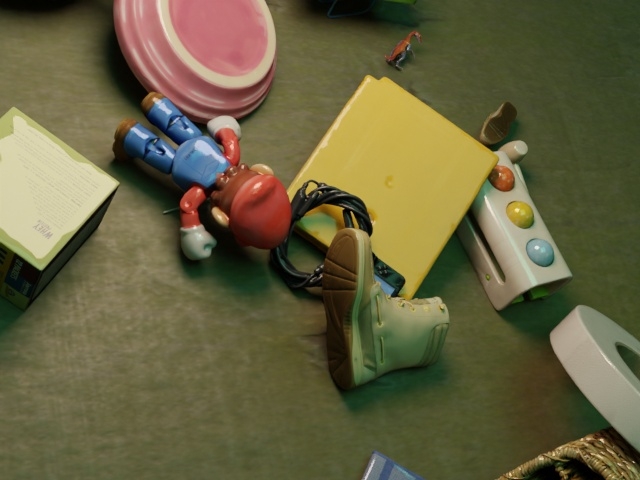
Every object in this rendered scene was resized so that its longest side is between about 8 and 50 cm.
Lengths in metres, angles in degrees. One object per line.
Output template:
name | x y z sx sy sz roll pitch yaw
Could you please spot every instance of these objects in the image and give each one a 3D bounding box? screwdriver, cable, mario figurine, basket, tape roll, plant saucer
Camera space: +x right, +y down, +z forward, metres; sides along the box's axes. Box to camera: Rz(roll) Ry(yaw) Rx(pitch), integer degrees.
screwdriver | -0.190 -0.072 1.814 0.170 0.024 0.025 -13 97 -30
cable | 0.000 0.000 1.802 0.150 0.047 0.184 26 88 -7
mario figurine | -0.185 -0.091 1.770 0.320 0.198 0.170 39 19 12
basket | 0.421 0.464 1.658 0.223 0.213 0.299 -12 67 -32
tape roll | 0.548 0.266 1.804 0.392 0.072 0.392 37 16 -13
plant saucer | -0.200 -0.372 1.888 0.332 0.084 0.332 16 65 -38

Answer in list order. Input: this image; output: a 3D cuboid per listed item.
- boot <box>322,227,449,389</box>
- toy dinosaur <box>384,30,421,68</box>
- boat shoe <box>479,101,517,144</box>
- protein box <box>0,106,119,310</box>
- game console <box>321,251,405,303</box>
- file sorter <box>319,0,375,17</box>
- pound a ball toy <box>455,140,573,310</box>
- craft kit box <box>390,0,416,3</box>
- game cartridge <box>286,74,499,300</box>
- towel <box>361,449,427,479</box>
boot | 0.111 0.098 1.749 0.203 0.095 0.262 -9 103 -32
toy dinosaur | 0.171 -0.384 2.151 0.047 0.090 0.082 32 96 8
boat shoe | 0.351 -0.226 2.156 0.050 0.045 0.135 47 48 -3
protein box | -0.448 -0.047 1.599 0.200 0.136 0.201 36 51 -3
game console | 0.073 0.082 1.784 0.107 0.071 0.122 36 83 -2
file sorter | 0.037 -0.546 2.163 0.118 0.104 0.170 -16 69 -33
pound a ball toy | 0.366 -0.052 2.000 0.208 0.136 0.319 -11 67 -31
craft kit box | 0.059 -0.582 2.098 0.250 0.061 0.246 1 63 -25
game cartridge | 0.117 -0.095 1.887 0.285 0.052 0.323 35 73 -3
towel | 0.115 0.481 1.613 0.209 0.034 0.285 32 52 -6
